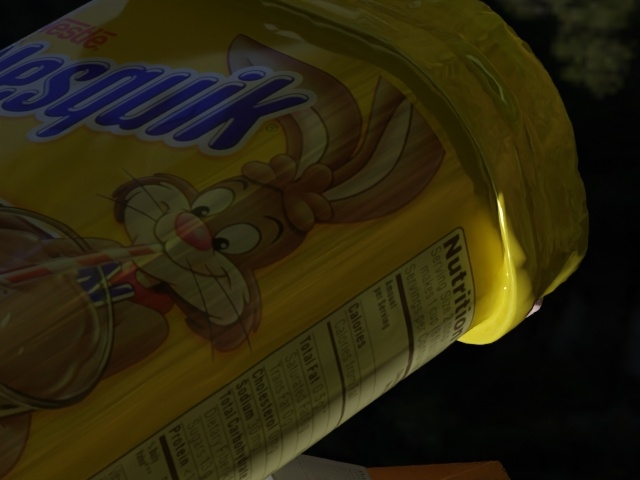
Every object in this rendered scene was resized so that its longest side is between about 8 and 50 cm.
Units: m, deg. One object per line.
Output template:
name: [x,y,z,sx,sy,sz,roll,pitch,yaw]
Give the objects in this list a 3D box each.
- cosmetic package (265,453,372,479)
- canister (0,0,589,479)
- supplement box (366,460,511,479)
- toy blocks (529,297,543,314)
cosmetic package: [0.024,0.231,1.110,0.099,0.060,0.239,17,-146,-43]
canister: [-0.051,0.010,0.379,0.170,0.126,0.073,-34,-52,-27]
supplement box: [0.090,0.287,1.481,0.191,0.129,0.194,-112,19,-82]
toy blocks: [0.000,0.000,1.503,0.260,0.289,0.309,-92,-20,-49]
